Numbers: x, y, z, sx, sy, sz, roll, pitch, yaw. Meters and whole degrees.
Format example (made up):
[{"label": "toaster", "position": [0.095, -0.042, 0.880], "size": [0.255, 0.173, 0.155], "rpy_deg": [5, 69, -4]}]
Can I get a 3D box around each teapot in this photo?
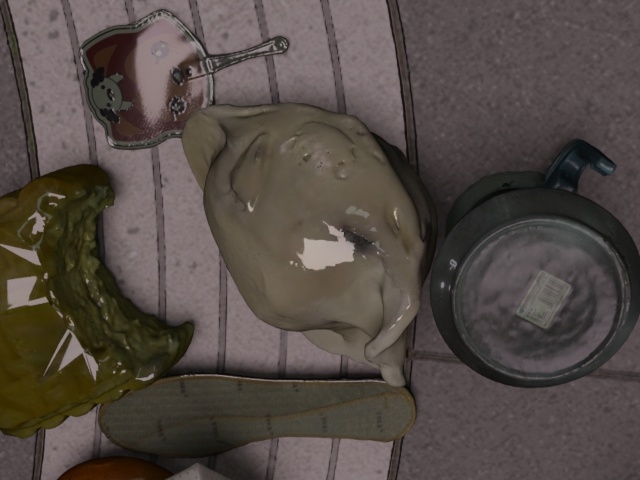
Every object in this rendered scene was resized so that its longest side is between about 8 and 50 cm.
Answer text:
[{"label": "teapot", "position": [0.190, 0.007, 0.877], "size": [0.171, 0.225, 0.203], "rpy_deg": [33, 105, -4]}]

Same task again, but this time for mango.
[{"label": "mango", "position": [-0.222, 0.281, 1.075], "size": [0.159, 0.084, 0.105], "rpy_deg": [-11, 110, -10]}]

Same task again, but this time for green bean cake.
[{"label": "green bean cake", "position": [-0.276, 0.065, 1.005], "size": [0.233, 0.124, 0.236], "rpy_deg": [-26, 99, 13]}]

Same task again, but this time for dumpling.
[{"label": "dumpling", "position": [0.000, 0.000, 0.945], "size": [0.318, 0.187, 0.243], "rpy_deg": [42, 153, 32]}]

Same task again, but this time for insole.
[{"label": "insole", "position": [-0.072, 0.187, 1.051], "size": [0.348, 0.009, 0.119], "rpy_deg": [-3, 122, 7]}]

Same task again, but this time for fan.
[{"label": "fan", "position": [-0.135, -0.168, 0.985], "size": [0.220, 0.009, 0.132], "rpy_deg": [-15, 104, 12]}]

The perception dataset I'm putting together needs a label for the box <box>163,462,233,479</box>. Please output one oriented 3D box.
[{"label": "box", "position": [-0.199, 0.365, 1.032], "size": [0.330, 0.095, 0.210], "rpy_deg": [-27, 143, 14]}]
